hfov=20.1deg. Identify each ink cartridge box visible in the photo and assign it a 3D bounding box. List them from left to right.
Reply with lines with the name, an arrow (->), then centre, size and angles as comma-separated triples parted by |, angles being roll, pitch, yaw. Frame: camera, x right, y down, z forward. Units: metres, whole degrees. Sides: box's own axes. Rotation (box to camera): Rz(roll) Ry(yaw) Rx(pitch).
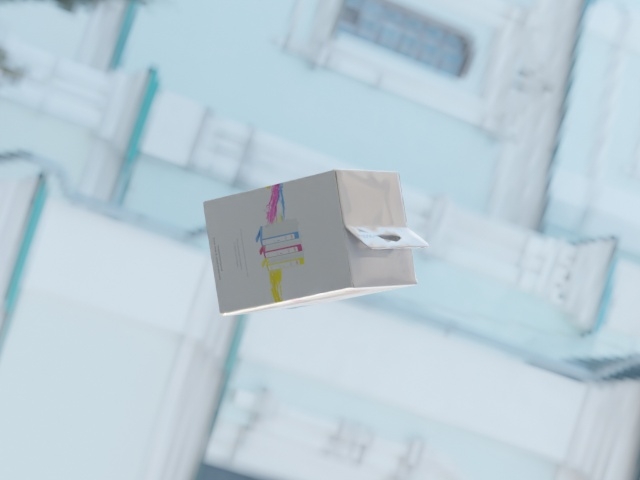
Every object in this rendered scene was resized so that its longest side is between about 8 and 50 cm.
ink cartridge box -> 0.000, 0.000, 1.353 | 0.143, 0.092, 0.089 | -13, -96, 34
